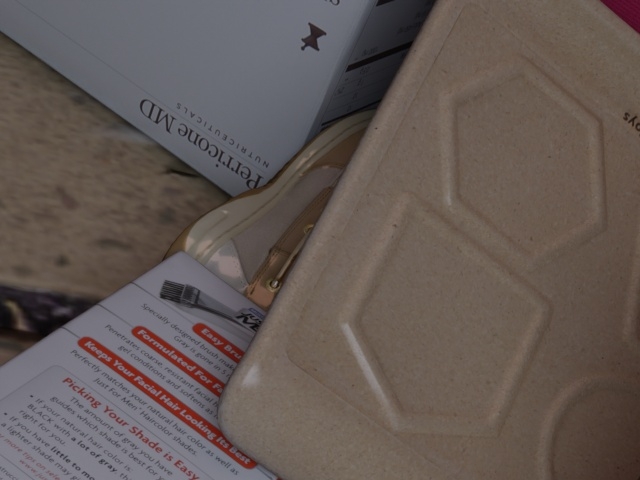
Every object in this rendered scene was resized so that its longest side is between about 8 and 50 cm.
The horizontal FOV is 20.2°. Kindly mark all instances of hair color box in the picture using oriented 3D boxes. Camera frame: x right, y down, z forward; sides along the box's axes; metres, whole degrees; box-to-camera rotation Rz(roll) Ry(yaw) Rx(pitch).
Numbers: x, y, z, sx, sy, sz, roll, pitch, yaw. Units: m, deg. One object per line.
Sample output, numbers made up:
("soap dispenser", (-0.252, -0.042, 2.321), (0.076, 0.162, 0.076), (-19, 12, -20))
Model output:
("hair color box", (-0.063, 0.074, 0.595), (0.093, 0.053, 0.167), (34, 35, 15))

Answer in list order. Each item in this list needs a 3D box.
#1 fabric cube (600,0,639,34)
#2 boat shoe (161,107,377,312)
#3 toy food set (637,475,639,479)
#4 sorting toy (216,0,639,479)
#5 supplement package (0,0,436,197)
("fabric cube", (0.230, -0.114, 0.770), (0.259, 0.254, 0.258), (-6, 24, 28))
("boat shoe", (0.000, 0.000, 0.743), (0.059, 0.063, 0.170), (37, 44, 15))
("toy food set", (0.205, 0.117, 0.552), (0.306, 0.219, 0.092), (5, 36, -29))
("sorting toy", (0.082, 0.027, 0.630), (0.193, 0.038, 0.208), (37, 67, -17))
("supplement package", (-0.048, -0.161, 0.860), (0.262, 0.145, 0.204), (35, 32, 17))
